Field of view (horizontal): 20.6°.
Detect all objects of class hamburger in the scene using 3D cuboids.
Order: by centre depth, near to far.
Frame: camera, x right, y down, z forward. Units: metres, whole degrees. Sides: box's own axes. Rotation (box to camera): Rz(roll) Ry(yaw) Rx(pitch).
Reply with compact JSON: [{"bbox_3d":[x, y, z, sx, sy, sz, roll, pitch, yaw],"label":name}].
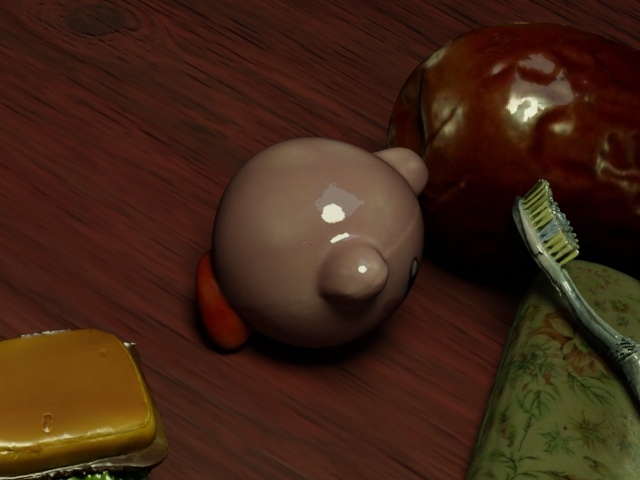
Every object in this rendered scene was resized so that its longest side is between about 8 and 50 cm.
[{"bbox_3d":[-0.194,0.134,1.224,0.166,0.087,0.137,-4,48,-22],"label":"hamburger"}]

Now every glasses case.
[{"bbox_3d":[0.192,0.173,1.319,0.156,0.098,0.425,25,42,-1],"label":"glasses case"}]

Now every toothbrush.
[{"bbox_3d":[0.252,0.129,1.299,0.035,0.042,0.413,-4,57,-47],"label":"toothbrush"}]

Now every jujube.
[{"bbox_3d":[0.214,-0.072,1.503,0.318,0.223,0.223,9,42,-25],"label":"jujube"}]

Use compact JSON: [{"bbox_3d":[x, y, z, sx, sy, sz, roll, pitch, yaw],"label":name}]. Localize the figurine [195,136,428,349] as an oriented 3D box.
[{"bbox_3d":[0.000,0.000,1.378,0.173,0.173,0.173,11,43,-10],"label":"figurine"}]
